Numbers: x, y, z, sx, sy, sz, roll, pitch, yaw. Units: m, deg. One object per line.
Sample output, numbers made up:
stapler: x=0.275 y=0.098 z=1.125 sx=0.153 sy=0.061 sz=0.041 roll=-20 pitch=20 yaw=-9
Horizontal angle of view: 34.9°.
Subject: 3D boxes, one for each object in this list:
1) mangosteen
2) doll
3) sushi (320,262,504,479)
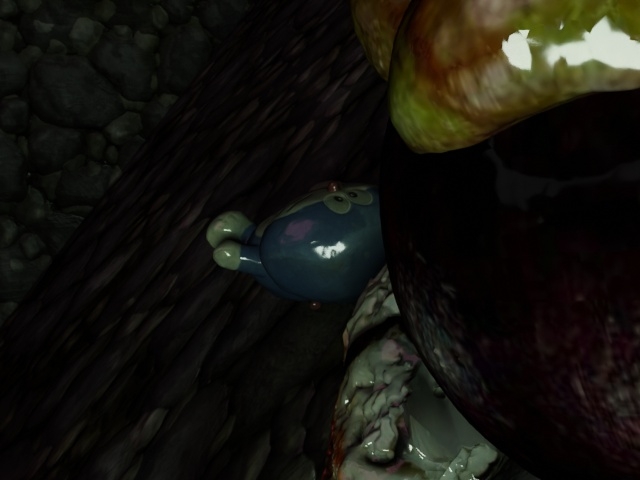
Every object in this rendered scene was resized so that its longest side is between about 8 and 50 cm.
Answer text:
mangosteen: x=0.192 y=-0.067 z=0.502 sx=0.382 sy=0.435 sz=0.382 roll=-16 pitch=44 yaw=16
doll: x=0.000 y=0.000 z=1.159 sx=0.228 sy=0.154 sz=0.258 roll=-14 pitch=-4 yaw=-21
sushi: x=0.083 y=0.112 z=0.838 sx=0.130 sy=0.124 sz=0.332 roll=-48 pitch=18 yaw=32
